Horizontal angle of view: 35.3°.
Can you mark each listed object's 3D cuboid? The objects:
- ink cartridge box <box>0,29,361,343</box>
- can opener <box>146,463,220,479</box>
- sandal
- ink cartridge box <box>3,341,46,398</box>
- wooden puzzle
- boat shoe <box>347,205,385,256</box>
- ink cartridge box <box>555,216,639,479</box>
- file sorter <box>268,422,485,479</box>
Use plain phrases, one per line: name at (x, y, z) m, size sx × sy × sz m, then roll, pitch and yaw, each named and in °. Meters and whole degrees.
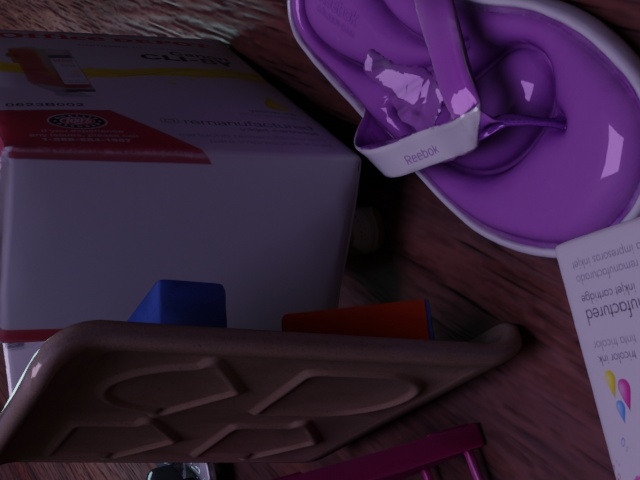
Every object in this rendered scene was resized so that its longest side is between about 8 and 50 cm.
ink cartridge box at (-0.171, -0.071, 0.910) m, size 0.385 × 0.279 × 0.160 m, roll -133°, pitch 47°, yaw -57°
can opener at (-0.202, 0.272, 1.299) m, size 0.280 × 0.093 × 0.074 m, roll -157°, pitch 62°, yaw -62°
sandal at (0.066, -0.110, 0.713) m, size 0.416 × 0.102 × 0.169 m, roll 43°, pitch 133°, yaw 48°
ink cartridge box at (-0.296, 0.087, 1.271) m, size 0.117 × 0.207 × 0.283 m, roll -165°, pitch 69°, yaw -79°
wooden puzzle at (-0.073, 0.108, 0.766) m, size 0.322 × 0.347 × 0.081 m, roll -43°, pitch 51°, yaw 55°
boat shoe at (0.001, 0.002, 0.909) m, size 0.153 × 0.048 × 0.056 m, roll -13°, pitch 86°, yaw 60°
ink cartridge box at (0.182, 0.093, 0.358) m, size 0.134 × 0.078 × 0.231 m, roll -27°, pitch 74°, yaw 60°
file sorter at (0.004, 0.291, 0.821) m, size 0.290 × 0.202 × 0.182 m, roll -44°, pitch 61°, yaw 55°
